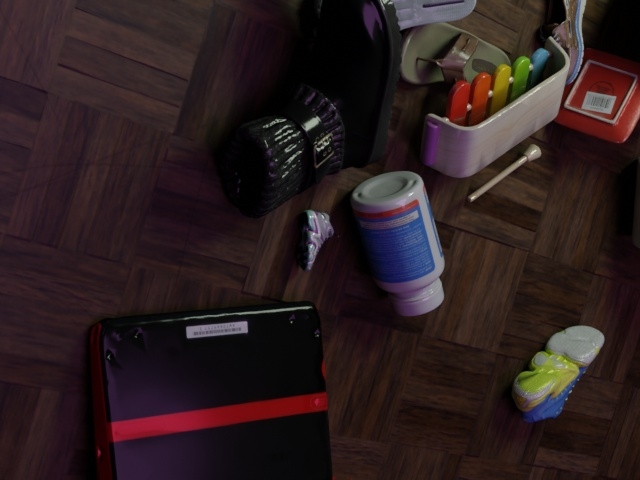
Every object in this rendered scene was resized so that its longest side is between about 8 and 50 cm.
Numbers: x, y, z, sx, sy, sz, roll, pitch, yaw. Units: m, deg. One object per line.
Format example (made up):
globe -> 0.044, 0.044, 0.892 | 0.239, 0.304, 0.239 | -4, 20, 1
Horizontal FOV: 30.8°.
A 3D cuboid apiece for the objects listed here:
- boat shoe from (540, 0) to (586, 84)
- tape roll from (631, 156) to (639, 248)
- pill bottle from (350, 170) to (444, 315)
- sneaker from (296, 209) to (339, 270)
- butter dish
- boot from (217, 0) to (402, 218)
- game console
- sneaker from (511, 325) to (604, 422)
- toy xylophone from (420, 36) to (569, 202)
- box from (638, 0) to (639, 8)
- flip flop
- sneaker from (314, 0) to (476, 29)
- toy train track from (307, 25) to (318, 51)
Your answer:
boat shoe -> 0.423, -0.369, 2.064 | 0.066, 0.066, 0.183 | 3, 90, -32
tape roll -> 0.733, -0.071, 2.252 | 0.246, 0.246, 0.169 | -10, 108, -34
pill bottle -> 0.133, 0.009, 1.904 | 0.124, 0.124, 0.221 | -31, 118, -27
sneaker -> 0.000, 0.000, 1.857 | 0.069, 0.038, 0.098 | -3, 104, -35
butter dish -> 0.524, -0.248, 2.131 | 0.160, 0.160, 0.118 | -61, 151, -8
boot -> -0.019, -0.210, 1.692 | 0.260, 0.131, 0.348 | -23, 130, -30
game console -> -0.156, 0.274, 1.758 | 0.386, 0.060, 0.342 | -3, 86, -33
sneaker -> 0.455, 0.264, 2.247 | 0.240, 0.091, 0.126 | -31, 137, -27
toy xylophone -> 0.303, -0.199, 1.978 | 0.323, 0.081, 0.236 | -29, 146, -32
box -> 0.662, -0.371, 2.104 | 0.127, 0.262, 0.231 | -11, 117, 12
flip flop -> 0.231, -0.294, 1.922 | 0.277, 0.080, 0.112 | 9, 101, -40
sneaker -> 0.110, -0.373, 1.815 | 0.258, 0.091, 0.094 | -4, 116, -15
toy train track -> 0.009, -0.314, 1.799 | 0.083, 0.014, 0.048 | -36, 113, -31
